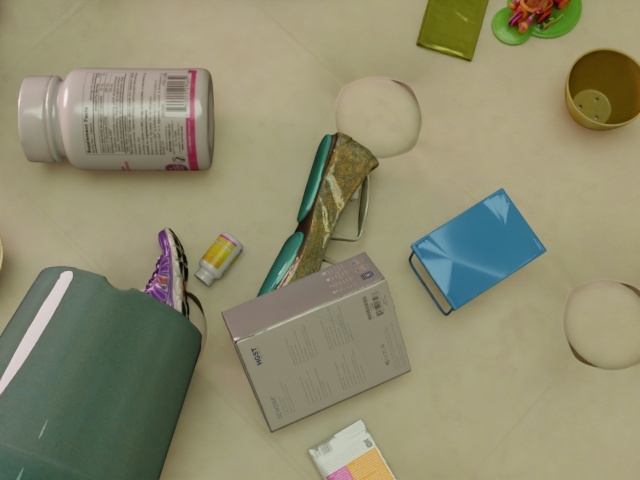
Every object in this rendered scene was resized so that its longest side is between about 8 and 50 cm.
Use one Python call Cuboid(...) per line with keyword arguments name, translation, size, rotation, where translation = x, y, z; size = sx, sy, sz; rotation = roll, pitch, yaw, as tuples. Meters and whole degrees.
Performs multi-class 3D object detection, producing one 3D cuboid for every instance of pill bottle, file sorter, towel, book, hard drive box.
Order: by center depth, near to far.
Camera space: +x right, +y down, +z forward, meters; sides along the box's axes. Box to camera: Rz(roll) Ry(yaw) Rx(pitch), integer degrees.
Cuboid(name="hard drive box", translation=(-0.003, 0.149, 1.381), size=(0.232, 0.089, 0.181), rotation=(-22, 122, -8))
Cuboid(name="book", translation=(0.057, 0.354, 1.411), size=(0.096, 0.035, 0.144), rotation=(-29, 78, -6))
Cuboid(name="file sorter", translation=(0.236, 0.023, 1.464), size=(0.170, 0.104, 0.118), rotation=(-32, 79, -9))
Cuboid(name="pill bottle", translation=(-0.311, -0.188, 1.470), size=(0.283, 0.160, 0.160), rotation=(0, 76, -2))
Cuboid(name="pill bottle", translation=(-0.161, 0.030, 1.479), size=(0.043, 0.043, 0.083), rotation=(36, 77, 7))
Cuboid(name="towel", translation=(0.242, -0.428, 1.622), size=(0.102, 0.021, 0.237), rotation=(16, 76, 3))

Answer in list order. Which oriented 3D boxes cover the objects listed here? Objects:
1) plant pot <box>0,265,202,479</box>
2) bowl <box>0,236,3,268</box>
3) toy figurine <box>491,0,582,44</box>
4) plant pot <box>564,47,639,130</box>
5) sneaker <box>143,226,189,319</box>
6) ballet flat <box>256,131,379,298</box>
Cuboid(name="plant pot", translation=(-0.336, 0.237, 1.291), size=(0.341, 0.341, 0.334), rotation=(21, 68, 3))
Cuboid(name="bowl", translation=(-0.560, 0.035, 1.445), size=(0.170, 0.080, 0.170), rotation=(1, 75, -2))
Cuboid(name="toy figurine", translation=(0.371, -0.415, 1.552), size=(0.173, 0.159, 0.130), rotation=(-34, 79, -9))
Cuboid(name="plant pot", translation=(0.456, -0.233, 1.541), size=(0.134, 0.095, 0.134), rotation=(0, 76, -1))
Cuboid(name="sneaker", translation=(-0.243, 0.063, 1.458), size=(0.071, 0.068, 0.170), rotation=(-4, 76, 3))
Cuboid(name="ballet flat", translation=(0.000, 0.000, 1.463), size=(0.123, 0.123, 0.349), rotation=(21, 76, 3))
